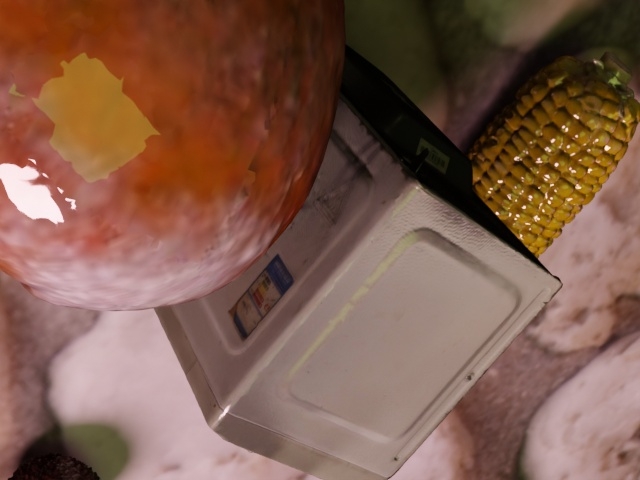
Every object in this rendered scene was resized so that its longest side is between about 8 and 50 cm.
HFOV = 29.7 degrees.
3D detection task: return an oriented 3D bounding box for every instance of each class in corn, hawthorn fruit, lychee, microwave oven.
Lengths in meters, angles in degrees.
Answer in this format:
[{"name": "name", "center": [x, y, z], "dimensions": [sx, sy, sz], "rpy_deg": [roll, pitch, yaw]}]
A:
[{"name": "corn", "center": [0.109, -0.014, 0.743], "dimensions": [0.080, 0.080, 0.238], "rpy_deg": [24, 108, -37]}, {"name": "hawthorn fruit", "center": [-0.104, -0.096, 0.496], "dimensions": [0.235, 0.263, 0.231], "rpy_deg": [-1, 152, 14]}, {"name": "lychee", "center": [-0.160, 0.166, 0.741], "dimensions": [0.083, 0.068, 0.067], "rpy_deg": [56, 46, -57]}, {"name": "microwave oven", "center": [0.000, 0.000, 0.614], "dimensions": [0.129, 0.205, 0.163], "rpy_deg": [32, 106, -39]}]
